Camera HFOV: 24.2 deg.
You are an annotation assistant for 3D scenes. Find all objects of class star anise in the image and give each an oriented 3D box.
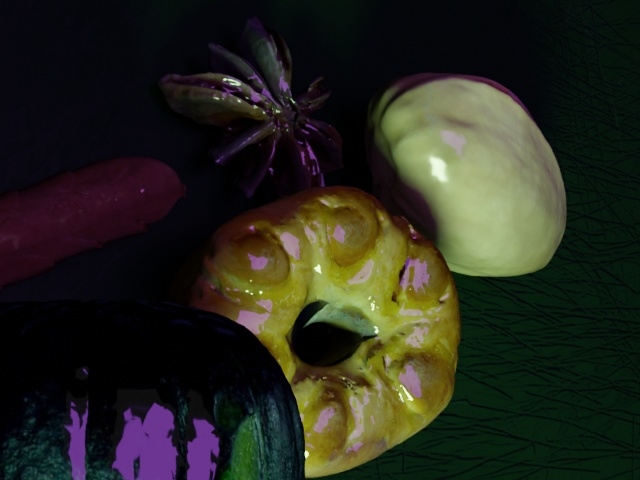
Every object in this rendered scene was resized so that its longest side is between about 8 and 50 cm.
[{"bbox_3d":[-0.063,-0.132,1.592,0.236,0.093,0.229,12,68,-37],"label":"star anise"}]

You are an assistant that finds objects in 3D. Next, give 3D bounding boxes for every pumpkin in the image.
[{"bbox_3d":[-0.187,0.182,1.187,0.363,0.363,0.266,3,78,-44],"label":"pumpkin"}]

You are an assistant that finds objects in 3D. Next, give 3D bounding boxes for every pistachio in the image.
[{"bbox_3d":[0.172,-0.074,1.731,0.318,0.214,0.193,31,20,-40],"label":"pistachio"}]

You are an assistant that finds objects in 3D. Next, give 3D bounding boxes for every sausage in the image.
[{"bbox_3d":[-0.280,0.001,1.344,0.433,0.088,0.088,-26,97,-45],"label":"sausage"}]

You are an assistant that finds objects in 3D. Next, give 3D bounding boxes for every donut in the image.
[{"bbox_3d":[-0.008,0.095,1.507,0.317,0.150,0.299,28,66,-28],"label":"donut"}]

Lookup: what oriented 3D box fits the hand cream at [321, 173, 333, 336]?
[{"bbox_3d":[0.000,0.000,1.657,0.052,0.038,0.216,18,59,-70],"label":"hand cream"}]
